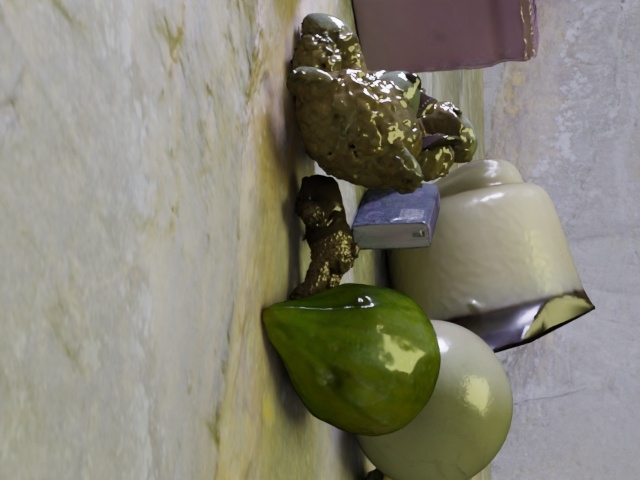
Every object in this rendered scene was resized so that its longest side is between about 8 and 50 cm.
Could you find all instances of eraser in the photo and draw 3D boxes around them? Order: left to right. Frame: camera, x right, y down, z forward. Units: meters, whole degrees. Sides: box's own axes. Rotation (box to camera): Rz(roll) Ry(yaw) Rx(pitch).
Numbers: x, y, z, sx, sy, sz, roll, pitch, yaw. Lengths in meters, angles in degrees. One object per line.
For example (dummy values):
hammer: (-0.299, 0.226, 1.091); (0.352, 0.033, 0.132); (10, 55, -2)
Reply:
eraser: (0.173, -0.436, 1.705); (0.122, 0.272, 0.359); (-69, 151, -56)

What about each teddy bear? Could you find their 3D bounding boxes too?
teddy bear: (0.008, 0.002, 1.299); (0.119, 0.078, 0.160); (32, 57, -70)
teddy bear: (0.050, -0.141, 1.317); (0.156, 0.267, 0.256); (-52, -179, 7)

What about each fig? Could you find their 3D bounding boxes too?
fig: (0.045, 0.125, 1.236); (0.233, 0.167, 0.167); (36, 51, -70)

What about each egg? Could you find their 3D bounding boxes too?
egg: (0.145, 0.217, 1.519); (0.269, 0.219, 0.219); (59, 30, -66)

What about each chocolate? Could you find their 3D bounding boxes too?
chocolate: (0.240, 0.034, 1.861); (0.326, 0.314, 0.297); (-22, 89, -36)

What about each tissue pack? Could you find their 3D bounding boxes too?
tissue pack: (0.113, -0.036, 1.679); (0.156, 0.112, 0.051); (-65, 150, -64)

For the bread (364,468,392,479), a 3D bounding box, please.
bread: (0.082, 0.446, 1.580); (0.267, 0.040, 0.267); (-4, 90, -78)
